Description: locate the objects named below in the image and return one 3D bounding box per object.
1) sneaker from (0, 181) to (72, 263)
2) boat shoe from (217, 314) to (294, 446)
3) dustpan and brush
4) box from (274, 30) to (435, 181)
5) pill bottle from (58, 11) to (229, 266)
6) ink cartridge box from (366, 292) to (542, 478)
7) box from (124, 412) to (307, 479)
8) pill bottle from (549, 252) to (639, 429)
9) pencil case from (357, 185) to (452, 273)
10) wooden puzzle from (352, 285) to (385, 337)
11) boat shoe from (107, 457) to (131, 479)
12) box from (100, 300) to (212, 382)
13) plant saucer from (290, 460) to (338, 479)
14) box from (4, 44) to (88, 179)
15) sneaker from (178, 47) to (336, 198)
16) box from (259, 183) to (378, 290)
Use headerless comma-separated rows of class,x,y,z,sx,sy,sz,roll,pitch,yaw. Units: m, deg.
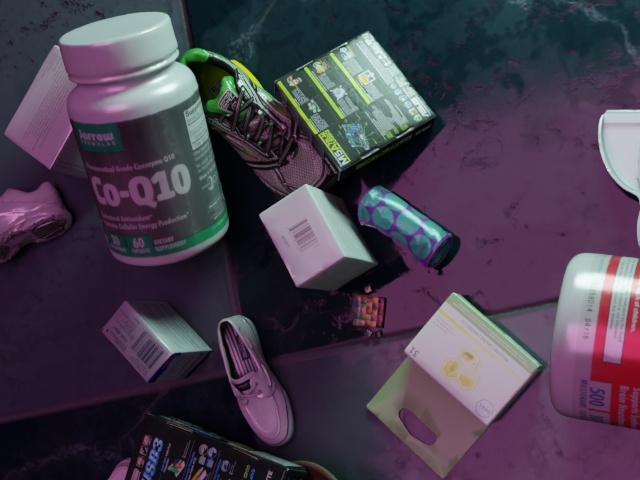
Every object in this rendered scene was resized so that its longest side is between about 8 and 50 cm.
sneaker,-0.570,-0.034,1.777,0.232,0.090,0.115,-21,61,-7
boat shoe,-0.117,0.230,1.591,0.083,0.076,0.226,-30,75,16
dustpan and brush,0.470,-0.090,1.403,0.147,0.060,0.211,2,86,21
box,0.053,-0.214,1.543,0.184,0.045,0.190,-32,73,-12
pill bottle,-0.277,-0.159,1.540,0.204,0.204,0.361,-1,117,21
ink cartridge box,0.194,0.221,1.485,0.171,0.056,0.235,42,98,19
box,-0.195,0.453,1.541,0.293,0.073,0.295,12,82,33
pill bottle,0.519,0.149,1.272,0.408,0.229,0.229,7,87,22
pencil case,0.129,-0.020,1.526,0.152,0.064,0.070,35,82,21
wooden puzzle,0.077,0.114,1.564,0.049,0.006,0.083,5,87,21
boat shoe,-0.366,0.502,1.650,0.098,0.096,0.277,21,92,23
box,-0.270,0.166,1.622,0.126,0.137,0.072,44,102,19
plant saucer,-0.036,0.479,1.498,0.278,0.041,0.277,-24,55,40
box,-0.409,-0.212,1.688,0.119,0.181,0.182,34,97,21
sneaker,-0.112,-0.184,1.591,0.343,0.146,0.134,40,99,19
box,0.000,0.000,1.516,0.091,0.170,0.130,-32,75,14
